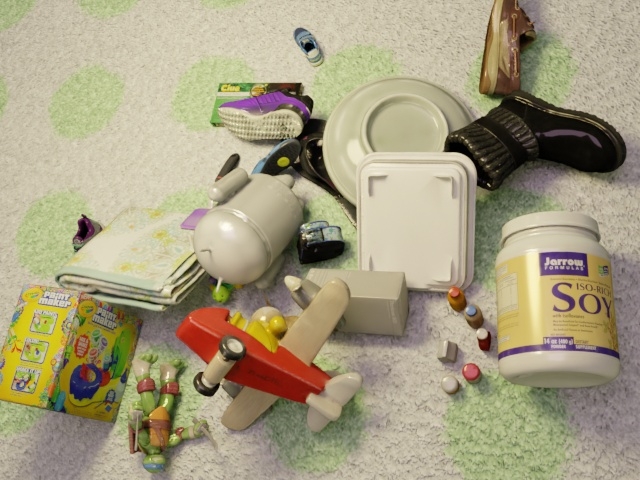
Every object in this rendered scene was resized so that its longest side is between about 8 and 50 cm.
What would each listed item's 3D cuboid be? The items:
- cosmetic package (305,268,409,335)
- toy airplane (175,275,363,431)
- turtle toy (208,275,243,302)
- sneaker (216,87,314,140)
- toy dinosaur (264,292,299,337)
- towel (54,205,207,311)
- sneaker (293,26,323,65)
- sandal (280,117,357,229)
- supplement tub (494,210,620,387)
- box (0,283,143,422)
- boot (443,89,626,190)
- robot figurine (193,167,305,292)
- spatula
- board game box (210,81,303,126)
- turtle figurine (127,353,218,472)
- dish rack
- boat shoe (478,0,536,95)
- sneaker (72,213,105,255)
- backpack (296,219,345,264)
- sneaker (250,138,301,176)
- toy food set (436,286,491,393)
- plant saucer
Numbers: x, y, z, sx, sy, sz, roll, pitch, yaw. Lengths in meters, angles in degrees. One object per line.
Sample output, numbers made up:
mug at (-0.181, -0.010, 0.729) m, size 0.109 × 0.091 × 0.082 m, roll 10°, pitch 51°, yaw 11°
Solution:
cosmetic package at (0.084, 0.143, 1.681) m, size 0.237 × 0.127 × 0.107 m, roll 2°, pitch 40°, yaw 22°
toy airplane at (-0.092, 0.260, 1.622) m, size 0.386 × 0.384 × 0.272 m, roll -14°, pitch 35°, yaw 3°
turtle toy at (-0.252, 0.100, 1.853) m, size 0.095 × 0.066 × 0.130 m, roll -6°, pitch 68°, yaw 16°
sneaker at (-0.141, -0.356, 1.953) m, size 0.293 × 0.102 × 0.146 m, roll 10°, pitch 52°, yaw 31°
toy dinosaur at (-0.090, 0.218, 1.775) m, size 0.183 × 0.053 × 0.092 m, roll 35°, pitch 68°, yaw 18°
towel at (-0.448, 0.040, 1.847) m, size 0.374 × 0.090 × 0.320 m, roll 9°, pitch 38°, yaw 25°
sneaker at (-0.039, -0.568, 2.046) m, size 0.053 × 0.059 × 0.144 m, roll -34°, pitch 62°, yaw 6°
sandal at (0.050, -0.187, 1.843) m, size 0.167 × 0.107 × 0.446 m, roll -42°, pitch 63°, yaw -2°
supplement tub at (0.492, 0.129, 1.503) m, size 0.241 × 0.241 × 0.331 m, roll -3°, pitch 69°, yaw 17°
box at (-0.623, 0.286, 1.778) m, size 0.177 × 0.290 × 0.279 m, roll 5°, pitch 72°, yaw 20°
boot at (0.489, -0.203, 1.649) m, size 0.260 × 0.131 × 0.348 m, roll -37°, pitch 49°, yaw -28°
robot figurine at (-0.176, -0.030, 1.754) m, size 0.199 × 0.300 × 0.353 m, roll -7°, pitch 32°, yaw 38°
spatula at (-0.282, -0.135, 1.927) m, size 0.084 × 0.030 × 0.296 m, roll 7°, pitch 54°, yaw 21°
board game box at (-0.183, -0.388, 2.042) m, size 0.259 × 0.030 × 0.136 m, roll 5°, pitch 74°, yaw 20°
turtle figurine at (-0.361, 0.402, 1.706) m, size 0.197 × 0.275 × 0.266 m, roll 0°, pitch 61°, yaw -19°
dish rack at (0.214, -0.036, 1.664) m, size 0.285 × 0.072 × 0.333 m, roll 3°, pitch 103°, yaw 18°
boat shoe at (0.491, -0.526, 1.835) m, size 0.123 × 0.123 × 0.342 m, roll 10°, pitch 73°, yaw 7°
sneaker at (-0.673, 0.041, 1.996) m, size 0.083 × 0.098 × 0.224 m, roll -1°, pitch 69°, yaw 18°
backpack at (0.000, 0.000, 1.786) m, size 0.114 × 0.105 × 0.084 m, roll -8°, pitch 63°, yaw -10°
sneaker at (-0.128, -0.209, 1.893) m, size 0.209 × 0.069 × 0.082 m, roll -46°, pitch 36°, yaw 34°
toy food set at (0.319, 0.225, 1.598) m, size 0.111 × 0.104 × 0.232 m, roll 7°, pitch 72°, yaw 20°
plant saucer at (0.204, -0.249, 1.764) m, size 0.400 × 0.100 × 0.401 m, roll 0°, pitch 72°, yaw 1°
